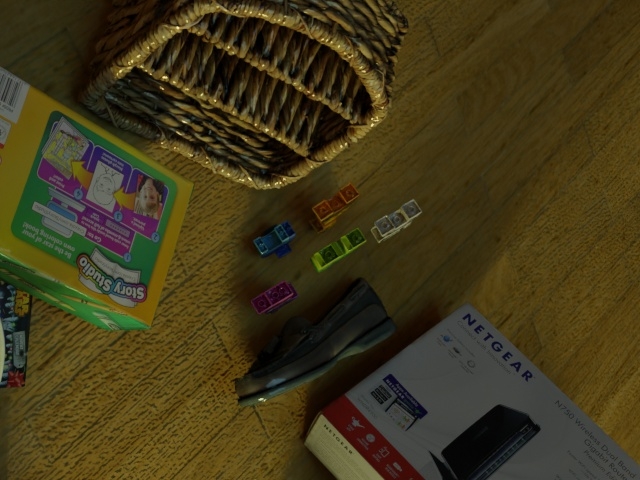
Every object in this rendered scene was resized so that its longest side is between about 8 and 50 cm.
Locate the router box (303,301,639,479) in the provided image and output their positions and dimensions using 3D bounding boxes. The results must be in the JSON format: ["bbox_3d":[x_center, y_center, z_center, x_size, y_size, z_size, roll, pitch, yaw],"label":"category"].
[{"bbox_3d":[0.199,0.278,1.606,0.301,0.335,0.082,-33,159,-37],"label":"router box"}]

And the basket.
[{"bbox_3d":[-0.062,-0.190,1.345,0.299,0.213,0.223,27,76,-43],"label":"basket"}]

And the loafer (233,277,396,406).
[{"bbox_3d":[-0.016,0.120,1.533,0.267,0.096,0.084,-23,91,-48],"label":"loafer"}]

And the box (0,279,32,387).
[{"bbox_3d":[-0.331,0.077,1.246,0.094,0.027,0.137,2,93,-46],"label":"box"}]

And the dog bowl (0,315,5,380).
[{"bbox_3d":[-0.402,0.084,1.054,0.264,0.104,0.265,-13,120,-23],"label":"dog bowl"}]

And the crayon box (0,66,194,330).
[{"bbox_3d":[-0.265,-0.038,1.232,0.278,0.081,0.165,32,64,-39],"label":"crayon box"}]

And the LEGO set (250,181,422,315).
[{"bbox_3d":[0.000,0.000,1.520,0.227,0.093,0.087,-31,82,-9],"label":"LEGO set"}]
